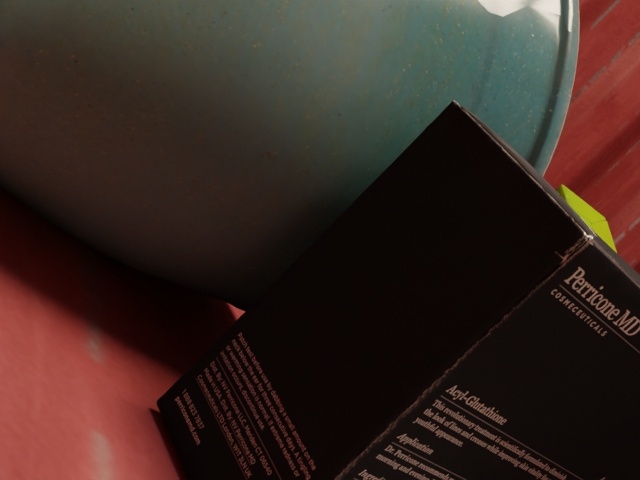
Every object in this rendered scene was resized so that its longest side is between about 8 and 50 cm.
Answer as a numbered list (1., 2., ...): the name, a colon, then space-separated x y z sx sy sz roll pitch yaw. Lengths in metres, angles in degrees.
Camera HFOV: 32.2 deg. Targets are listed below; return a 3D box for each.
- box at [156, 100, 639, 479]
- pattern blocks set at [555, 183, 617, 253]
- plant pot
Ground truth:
1. box: 0.087 0.085 0.509 0.261 0.184 0.103 35 17 -44
2. pattern blocks set: 0.090 -0.031 0.770 0.285 0.026 0.325 22 42 -21
3. plant pot: -0.064 -0.105 0.528 0.255 0.271 0.271 17 26 -38
